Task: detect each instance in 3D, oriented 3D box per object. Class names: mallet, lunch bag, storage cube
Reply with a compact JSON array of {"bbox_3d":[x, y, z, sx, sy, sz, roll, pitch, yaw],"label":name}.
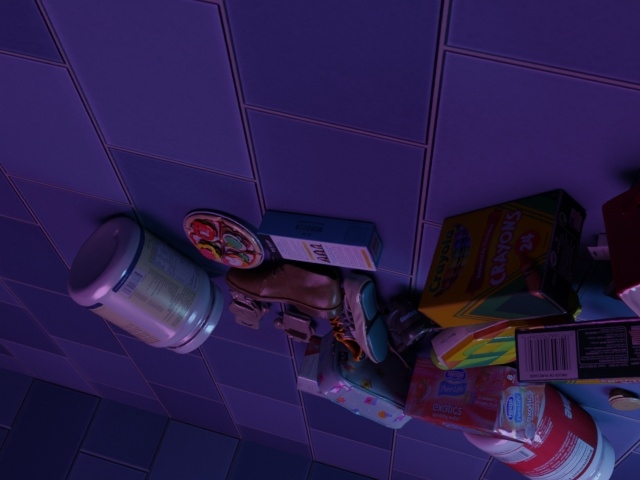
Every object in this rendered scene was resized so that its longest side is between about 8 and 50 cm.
[{"bbox_3d":[0.165,0.246,2.120,0.189,0.039,0.062,44,150,-2],"label":"mallet"},{"bbox_3d":[0.125,0.325,2.165,0.279,0.224,0.108,29,132,-18],"label":"lunch bag"},{"bbox_3d":[0.544,0.023,1.250,0.183,0.193,0.215,-33,121,33],"label":"storage cube"}]

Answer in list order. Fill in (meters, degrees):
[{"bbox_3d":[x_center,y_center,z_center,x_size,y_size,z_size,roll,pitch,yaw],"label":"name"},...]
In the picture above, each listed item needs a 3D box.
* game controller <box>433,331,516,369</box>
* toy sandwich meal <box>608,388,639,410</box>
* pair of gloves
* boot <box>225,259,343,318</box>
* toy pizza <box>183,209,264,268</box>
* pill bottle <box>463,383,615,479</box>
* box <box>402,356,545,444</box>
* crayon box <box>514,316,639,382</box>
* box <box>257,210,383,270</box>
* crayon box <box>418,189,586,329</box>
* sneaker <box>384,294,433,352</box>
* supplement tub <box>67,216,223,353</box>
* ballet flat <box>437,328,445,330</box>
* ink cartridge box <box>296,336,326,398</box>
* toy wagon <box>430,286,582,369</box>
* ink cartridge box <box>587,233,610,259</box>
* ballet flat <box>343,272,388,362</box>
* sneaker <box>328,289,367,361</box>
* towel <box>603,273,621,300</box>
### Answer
[{"bbox_3d":[0.415,0.257,1.962,0.319,0.067,0.166,13,167,3],"label":"game controller"},{"bbox_3d":[0.738,0.386,2.088,0.085,0.029,0.086,5,150,3],"label":"toy sandwich meal"},{"bbox_3d":[-0.126,0.203,2.292,0.240,0.042,0.204,16,157,11],"label":"pair of gloves"},{"bbox_3d":[-0.087,0.085,2.009,0.305,0.112,0.115,12,123,24],"label":"boot"},{"bbox_3d":[-0.223,0.006,1.954,0.201,0.032,0.201,17,147,12],"label":"toy pizza"},{"bbox_3d":[0.557,0.487,2.172,0.407,0.229,0.229,35,150,-30],"label":"pill bottle"},{"bbox_3d":[0.354,0.367,2.009,0.142,0.154,0.300,25,165,-33],"label":"box"},{"bbox_3d":[0.573,0.197,1.505,0.362,0.106,0.313,-9,166,37],"label":"crayon box"},{"bbox_3d":[0.000,0.000,1.791,0.244,0.060,0.100,8,152,22],"label":"box"},{"bbox_3d":[0.296,0.043,1.519,0.081,0.202,0.318,35,149,-29],"label":"crayon box"},{"bbox_3d":[0.204,0.190,2.012,0.106,0.101,0.267,56,172,12],"label":"sneaker"},{"bbox_3d":[-0.419,0.116,2.097,0.235,0.235,0.325,-10,142,44],"label":"supplement tub"},{"bbox_3d":[0.314,0.149,1.887,0.206,0.073,0.067,-23,105,50],"label":"ballet flat"},{"bbox_3d":[0.035,0.365,2.397,0.176,0.128,0.127,16,154,4],"label":"ink cartridge box"},{"bbox_3d":[0.386,0.173,1.680,0.344,0.068,0.267,0,150,-31],"label":"toy wagon"},{"bbox_3d":[0.515,0.011,1.506,0.083,0.028,0.048,-1,148,34],"label":"ink cartridge box"},{"bbox_3d":[0.099,0.176,1.988,0.086,0.086,0.248,6,128,25],"label":"ballet flat"},{"bbox_3d":[0.059,0.196,2.061,0.215,0.083,0.084,48,149,-5],"label":"sneaker"},{"bbox_3d":[0.680,0.069,1.466,0.324,0.038,0.248,11,153,2],"label":"towel"}]
